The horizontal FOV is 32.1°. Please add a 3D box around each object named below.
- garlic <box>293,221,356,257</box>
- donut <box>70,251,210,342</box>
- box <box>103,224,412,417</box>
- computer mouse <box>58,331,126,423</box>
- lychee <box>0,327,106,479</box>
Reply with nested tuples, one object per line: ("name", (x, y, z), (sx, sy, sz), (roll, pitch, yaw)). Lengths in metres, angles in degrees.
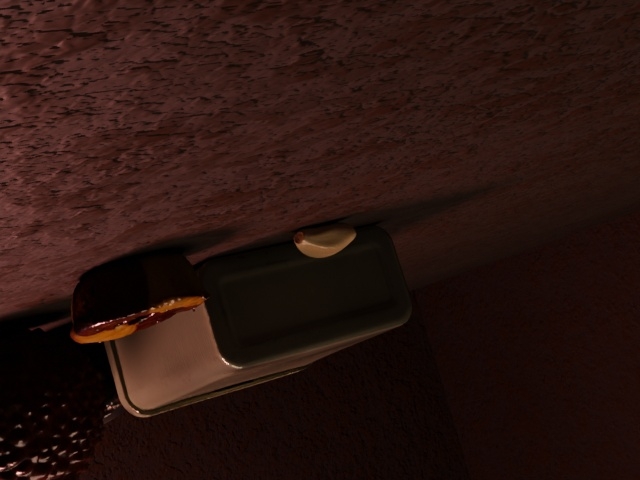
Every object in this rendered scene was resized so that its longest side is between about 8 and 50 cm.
("garlic", (0.000, -0.001, 1.456), (0.083, 0.041, 0.053), (-4, 163, -31))
("donut", (-0.218, 0.066, 1.311), (0.166, 0.073, 0.184), (-14, 173, -15))
("box", (-0.099, 0.118, 1.668), (0.351, 0.177, 0.344), (-12, 169, -34))
("computer mouse", (-0.399, 0.210, 1.836), (0.183, 0.116, 0.323), (-24, -160, -21))
("lychee", (-0.444, 0.260, 1.570), (0.300, 0.264, 0.264), (-27, 178, -22))
